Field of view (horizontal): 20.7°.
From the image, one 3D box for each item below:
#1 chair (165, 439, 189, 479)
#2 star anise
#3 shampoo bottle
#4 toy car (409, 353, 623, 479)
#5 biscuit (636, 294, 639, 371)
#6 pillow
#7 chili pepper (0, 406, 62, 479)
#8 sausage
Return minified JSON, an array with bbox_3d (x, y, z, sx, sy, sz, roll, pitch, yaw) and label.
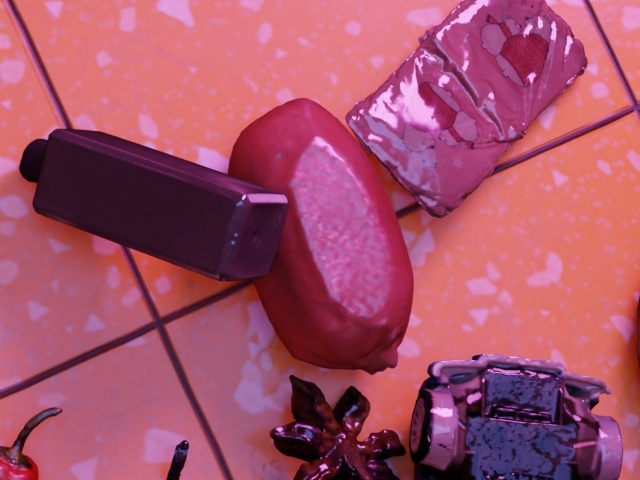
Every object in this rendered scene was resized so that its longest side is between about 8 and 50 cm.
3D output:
[{"bbox_3d":[-0.105,0.313,1.504,0.174,0.149,0.213,21,120,-8],"label":"chair"},{"bbox_3d":[0.019,0.187,1.528,0.168,0.168,0.057,43,117,-1],"label":"star anise"},{"bbox_3d":[-0.152,-0.037,1.499,0.246,0.080,0.079,19,99,27],"label":"shampoo bottle"},{"bbox_3d":[0.152,0.220,1.520,0.172,0.158,0.235,7,83,-7],"label":"toy car"},{"bbox_3d":[0.451,0.083,1.616,0.332,0.103,0.332,1,83,-9],"label":"biscuit"},{"bbox_3d":[0.138,-0.139,1.618,0.135,0.049,0.248,44,68,-3],"label":"pillow"},{"bbox_3d":[-0.302,0.250,1.489,0.071,0.063,0.272,35,90,-2],"label":"chili pepper"},{"bbox_3d":[0.000,0.000,1.540,0.148,0.148,0.254,-22,88,-11],"label":"sausage"}]
